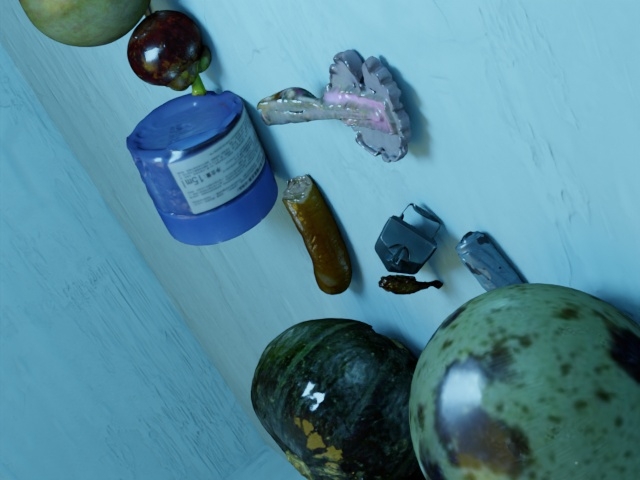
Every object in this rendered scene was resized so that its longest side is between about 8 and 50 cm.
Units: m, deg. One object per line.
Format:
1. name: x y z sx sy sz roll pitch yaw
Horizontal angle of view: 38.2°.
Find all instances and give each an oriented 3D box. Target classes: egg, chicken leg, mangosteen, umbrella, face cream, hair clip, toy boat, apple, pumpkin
1. egg: 0.307 0.250 1.211 0.428 0.345 0.345 45 165 -25
2. chicken leg: 0.150 0.072 1.574 0.062 0.145 0.037 -15 75 34
3. mangosteen: -0.269 -0.351 1.747 0.181 0.156 0.145 28 141 -22
4. umbrella: 0.292 0.091 1.385 0.250 0.053 0.052 52 160 -2
5. face cream: -0.231 -0.151 1.835 0.249 0.249 0.225 30 149 46
6. hair clip: 0.026 -0.205 1.406 0.300 0.069 0.173 12 135 44
7. toy boat: 0.141 0.007 1.543 0.093 0.103 0.246 33 173 5
8. apple: -0.415 -0.480 1.666 0.233 0.257 0.257 -7 126 30
9. pumpkin: 0.069 0.351 1.922 0.454 0.344 0.454 41 166 13

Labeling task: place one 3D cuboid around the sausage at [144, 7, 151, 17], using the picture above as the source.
1. sausage: -0.353 -0.472 1.871 0.015 0.015 0.100 42 159 25

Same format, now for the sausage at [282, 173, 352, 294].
1. sausage: 0.003 0.003 1.846 0.103 0.076 0.302 40 158 49
